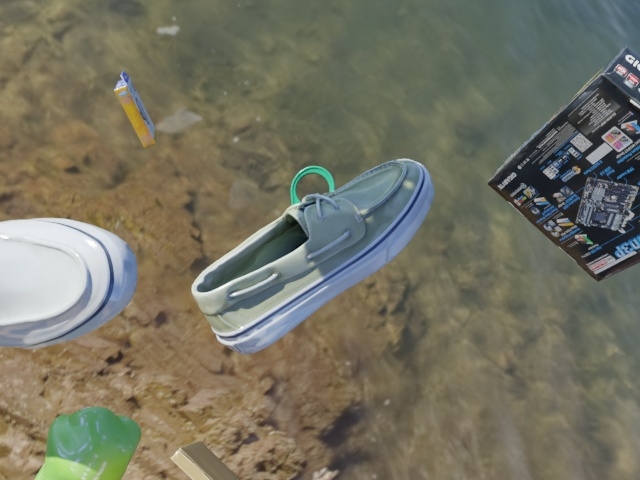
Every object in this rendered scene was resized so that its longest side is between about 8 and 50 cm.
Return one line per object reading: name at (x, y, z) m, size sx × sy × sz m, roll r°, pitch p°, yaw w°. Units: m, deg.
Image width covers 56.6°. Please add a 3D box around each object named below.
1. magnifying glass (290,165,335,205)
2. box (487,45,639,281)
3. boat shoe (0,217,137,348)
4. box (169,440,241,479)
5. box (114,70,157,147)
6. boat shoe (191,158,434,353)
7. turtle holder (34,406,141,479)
magnifying glass at (-0.038, -0.046, 1.254) m, size 0.092 × 0.026 × 0.230 m, roll 20°, pitch 87°, yaw 6°
box at (0.296, -0.063, 0.609) m, size 0.175 × 0.220 × 0.051 m, roll 43°, pitch 66°, yaw 6°
boat shoe at (-0.229, 0.032, 0.371) m, size 0.076 × 0.227 × 0.083 m, roll 3°, pitch 81°, yaw -72°
box at (-0.132, 0.384, 0.900) m, size 0.201 × 0.164 × 0.021 m, roll 40°, pitch 78°, yaw 9°
box at (-0.352, -0.250, 1.128) m, size 0.028 × 0.081 × 0.136 m, roll -24°, pitch 118°, yaw -1°
boat shoe at (0.000, 0.000, 0.644) m, size 0.302 × 0.109 × 0.094 m, roll -41°, pitch 129°, yaw -12°
turtle holder at (-0.121, 0.311, 0.500) m, size 0.243 × 0.227 × 0.320 m, roll 27°, pitch 26°, yaw -43°
